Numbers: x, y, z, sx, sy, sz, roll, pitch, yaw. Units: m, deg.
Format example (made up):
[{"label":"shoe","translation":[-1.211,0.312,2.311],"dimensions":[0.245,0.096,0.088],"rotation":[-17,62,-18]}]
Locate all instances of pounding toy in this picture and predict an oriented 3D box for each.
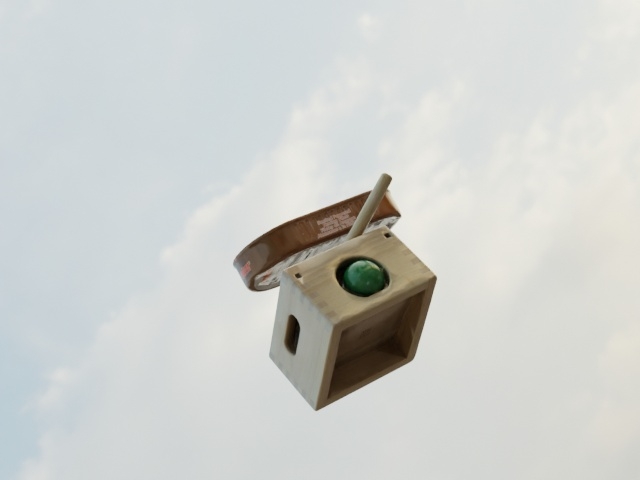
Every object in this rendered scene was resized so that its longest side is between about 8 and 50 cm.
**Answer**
[{"label":"pounding toy","translation":[0.027,0.042,0.997],"dimensions":[0.130,0.100,0.141],"rotation":[-24,-37,-30]}]

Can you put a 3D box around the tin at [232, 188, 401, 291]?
[{"label":"tin","translation":[0.000,0.000,1.214],"dimensions":[0.189,0.040,0.106],"rotation":[-21,-20,-27]}]
